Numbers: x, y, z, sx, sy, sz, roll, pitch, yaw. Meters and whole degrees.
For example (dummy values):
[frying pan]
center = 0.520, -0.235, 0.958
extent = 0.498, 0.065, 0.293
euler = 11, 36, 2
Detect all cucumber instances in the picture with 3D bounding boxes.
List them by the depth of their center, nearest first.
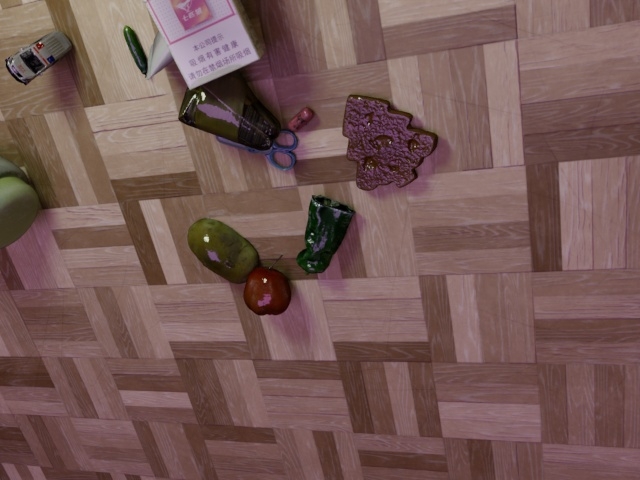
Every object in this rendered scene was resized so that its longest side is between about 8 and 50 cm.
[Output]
[cucumber]
center = -0.546, -0.559, 1.775
extent = 0.037, 0.037, 0.155
euler = -11, 111, 23

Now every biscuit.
[biscuit]
center = 0.173, -0.286, 1.681
extent = 0.278, 0.043, 0.301
euler = -25, 105, 30

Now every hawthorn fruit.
[hawthorn fruit]
center = -0.174, 0.143, 1.968
extent = 0.163, 0.163, 0.203
euler = 2, 100, 17

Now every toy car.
[toy car]
center = -0.833, -0.545, 1.775
extent = 0.108, 0.209, 0.089
euler = -16, 122, 26

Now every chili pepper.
[chili pepper]
center = 0.000, 0.000, 1.860
extent = 0.136, 0.099, 0.270
euler = 11, 116, -17

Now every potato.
[potato]
center = -0.333, 0.047, 1.984
extent = 0.272, 0.111, 0.160
euler = 41, 123, -5

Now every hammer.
[hammer]
center = -0.056, -0.348, 1.726
extent = 0.083, 0.043, 0.043
euler = -38, 100, 29

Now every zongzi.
[zongzi]
center = -0.222, -0.439, 1.690
extent = 0.290, 0.154, 0.317
euler = 18, 101, -5

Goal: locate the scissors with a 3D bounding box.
[scissors]
center = -0.194, -0.290, 1.806
extent = 0.256, 0.030, 0.125
euler = 13, 117, 9

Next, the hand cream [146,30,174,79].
[hand cream]
center = -0.359, -0.596, 1.634
extent = 0.359, 0.185, 0.118
euler = -36, 134, 27

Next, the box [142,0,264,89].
[box]
center = -0.309, -0.577, 1.505
extent = 0.210, 0.095, 0.330
euler = -19, 114, 14

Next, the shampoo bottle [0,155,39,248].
[shampoo bottle]
center = -1.156, -0.144, 2.026
extent = 0.317, 0.322, 0.322
euler = 33, 122, 10
